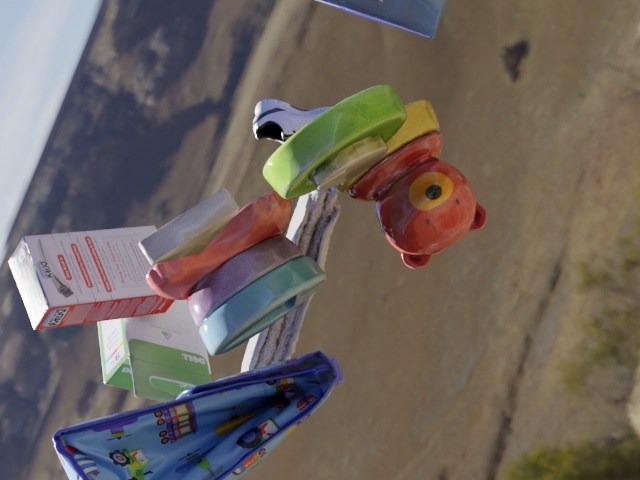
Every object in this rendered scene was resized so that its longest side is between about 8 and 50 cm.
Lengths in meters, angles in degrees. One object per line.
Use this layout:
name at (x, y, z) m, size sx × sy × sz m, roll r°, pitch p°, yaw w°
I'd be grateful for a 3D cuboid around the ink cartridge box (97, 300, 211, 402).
ink cartridge box at (-0.192, 0.122, 1.604) m, size 0.062 × 0.109 × 0.209 m, roll -49°, pitch 39°, yaw 32°

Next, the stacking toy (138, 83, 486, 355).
stacking toy at (0.000, 0.000, 1.230) m, size 0.309 × 0.130 × 0.279 m, roll -35°, pitch -8°, yaw 3°

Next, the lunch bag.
lunch bag at (-0.103, 0.198, 1.389) m, size 0.293 × 0.138 × 0.221 m, roll -25°, pitch -8°, yaw -14°

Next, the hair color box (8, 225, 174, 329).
hair color box at (-0.248, 0.039, 1.541) m, size 0.053 × 0.167 × 0.093 m, roll -49°, pitch 57°, yaw 41°

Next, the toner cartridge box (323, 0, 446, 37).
toner cartridge box at (0.074, -0.343, 1.069) m, size 0.165 × 0.075 × 0.348 m, roll 6°, pitch -74°, yaw -53°

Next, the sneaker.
sneaker at (-0.015, -0.109, 1.374) m, size 0.044 × 0.109 × 0.040 m, roll -72°, pitch -15°, yaw -47°

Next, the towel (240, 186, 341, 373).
towel at (-0.035, 0.060, 1.651) m, size 0.187 × 0.049 × 0.282 m, roll -91°, pitch 20°, yaw -78°
